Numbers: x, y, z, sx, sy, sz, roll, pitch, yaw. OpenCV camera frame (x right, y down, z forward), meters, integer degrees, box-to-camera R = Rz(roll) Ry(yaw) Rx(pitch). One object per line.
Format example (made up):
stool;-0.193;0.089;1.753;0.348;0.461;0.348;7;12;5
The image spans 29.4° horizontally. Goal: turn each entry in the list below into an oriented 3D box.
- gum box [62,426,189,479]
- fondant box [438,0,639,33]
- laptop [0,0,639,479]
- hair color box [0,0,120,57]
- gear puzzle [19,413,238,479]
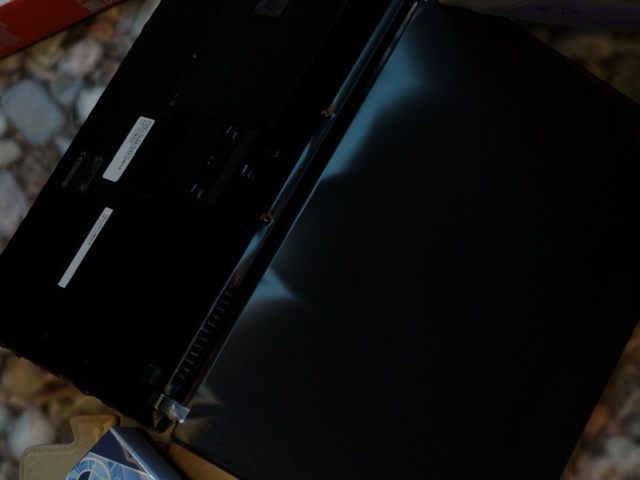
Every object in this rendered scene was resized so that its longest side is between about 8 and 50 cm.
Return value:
gum box;-0.096;0.204;0.542;0.157;0.041;0.184;44;93;18
fondant box;0.131;-0.246;0.406;0.096;0.238;0.330;8;94;-9
laptop;0.000;0.000;0.577;0.264;0.136;0.234;18;73;44
hair color box;-0.171;-0.157;0.660;0.167;0.053;0.093;-21;74;15
gear puzzle;0.018;0.162;0.563;0.339;0.044;0.175;-5;79;15
